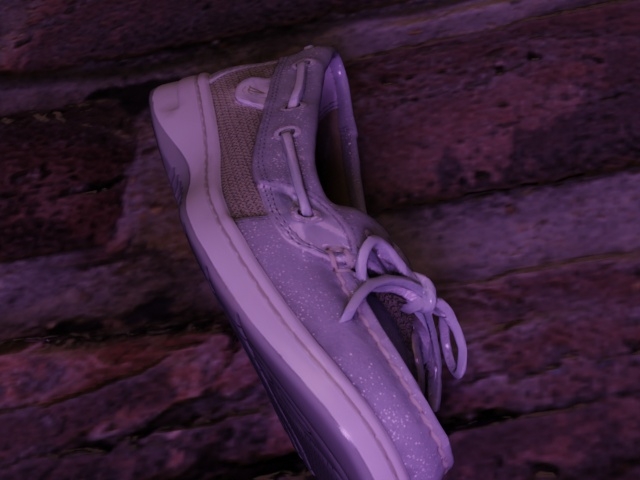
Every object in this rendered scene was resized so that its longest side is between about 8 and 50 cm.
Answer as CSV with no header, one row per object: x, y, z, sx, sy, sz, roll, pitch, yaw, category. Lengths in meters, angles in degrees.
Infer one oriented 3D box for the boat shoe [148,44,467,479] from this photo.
0.001,0.001,0.783,0.103,0.118,0.320,-26,31,0,boat shoe
